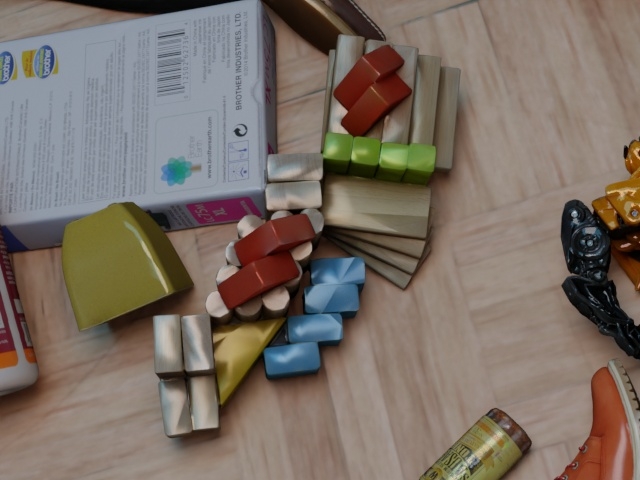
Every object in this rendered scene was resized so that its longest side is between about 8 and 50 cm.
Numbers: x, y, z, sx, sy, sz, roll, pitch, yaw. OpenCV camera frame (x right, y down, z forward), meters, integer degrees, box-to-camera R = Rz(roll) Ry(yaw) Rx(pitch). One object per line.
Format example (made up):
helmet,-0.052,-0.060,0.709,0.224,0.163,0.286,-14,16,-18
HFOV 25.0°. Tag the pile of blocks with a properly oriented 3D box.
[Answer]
pile of blocks,0.000,0.000,1.073,0.149,0.112,0.362,31,80,3

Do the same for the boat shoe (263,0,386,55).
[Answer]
boat shoe,-0.022,-0.228,1.215,0.207,0.073,0.073,39,74,0

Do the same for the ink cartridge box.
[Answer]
ink cartridge box,-0.191,-0.092,1.227,0.311,0.065,0.186,-7,64,10

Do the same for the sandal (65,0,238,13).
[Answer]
sandal,-0.207,-0.296,1.310,0.446,0.107,0.167,1,65,14

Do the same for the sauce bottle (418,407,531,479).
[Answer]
sauce bottle,0.093,0.175,1.022,0.128,0.042,0.042,-44,61,-10

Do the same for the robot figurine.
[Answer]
robot figurine,0.299,0.044,1.008,0.211,0.085,0.291,-31,60,-2

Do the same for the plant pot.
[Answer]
plant pot,-0.158,0.015,1.132,0.081,0.081,0.083,-23,89,7

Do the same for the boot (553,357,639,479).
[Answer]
boot,0.189,0.158,0.997,0.084,0.059,0.158,-9,62,17

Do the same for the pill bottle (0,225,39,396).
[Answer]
pill bottle,-0.304,0.020,1.124,0.121,0.121,0.221,-17,84,7
